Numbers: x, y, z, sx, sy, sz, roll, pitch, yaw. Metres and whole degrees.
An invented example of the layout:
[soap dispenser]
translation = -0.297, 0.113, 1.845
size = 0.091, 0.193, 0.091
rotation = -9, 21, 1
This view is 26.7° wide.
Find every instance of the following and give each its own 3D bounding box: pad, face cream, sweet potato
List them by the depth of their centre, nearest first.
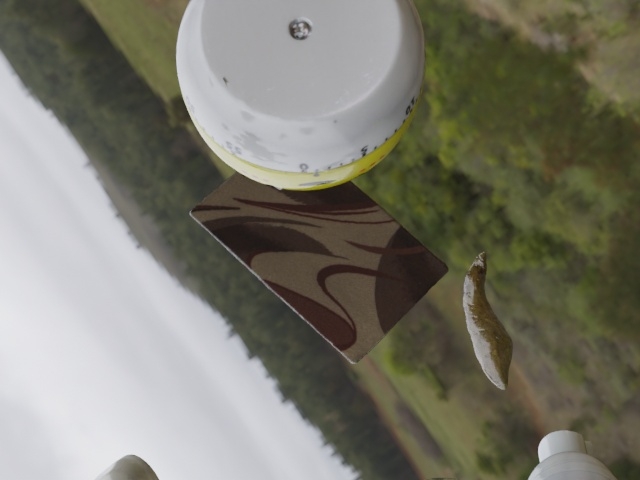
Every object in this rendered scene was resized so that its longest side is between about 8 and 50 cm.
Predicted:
[sweet potato]
translation = 0.160, 0.082, 1.298
size = 0.038, 0.041, 0.153
rotation = 24, -138, -33
[face cream]
translation = 0.344, 0.374, 1.827
size = 0.145, 0.145, 0.370
rotation = 58, -166, -22
[pad]
translation = 0.000, 0.000, 1.958
size = 0.330, 0.220, 0.004
rotation = 41, 155, 11

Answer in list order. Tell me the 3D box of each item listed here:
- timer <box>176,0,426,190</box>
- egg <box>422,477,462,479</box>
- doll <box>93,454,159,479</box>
[timer]
translation = -0.019, -0.170, 1.461
size = 0.285, 0.285, 0.285
rotation = 57, 177, 5
[egg]
translation = 0.175, 0.392, 1.827
size = 0.181, 0.141, 0.141
rotation = 36, -172, -29
[doll]
translation = -0.268, 0.391, 1.497
size = 0.348, 0.161, 0.423
rotation = 20, -157, -6
